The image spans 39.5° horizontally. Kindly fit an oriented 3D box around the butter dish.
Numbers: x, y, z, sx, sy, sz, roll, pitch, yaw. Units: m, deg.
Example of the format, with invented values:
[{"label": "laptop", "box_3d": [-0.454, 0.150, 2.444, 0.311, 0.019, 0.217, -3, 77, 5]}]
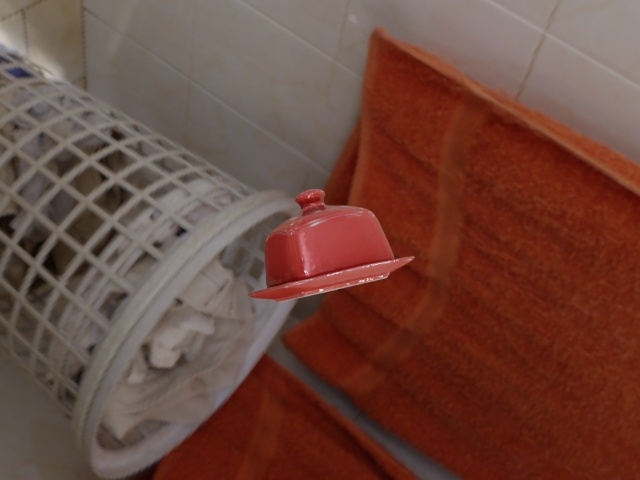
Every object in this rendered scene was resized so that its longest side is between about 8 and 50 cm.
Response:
[{"label": "butter dish", "box_3d": [0.000, 0.000, 1.011, 0.160, 0.118, 0.160, -11, 176, -22]}]
